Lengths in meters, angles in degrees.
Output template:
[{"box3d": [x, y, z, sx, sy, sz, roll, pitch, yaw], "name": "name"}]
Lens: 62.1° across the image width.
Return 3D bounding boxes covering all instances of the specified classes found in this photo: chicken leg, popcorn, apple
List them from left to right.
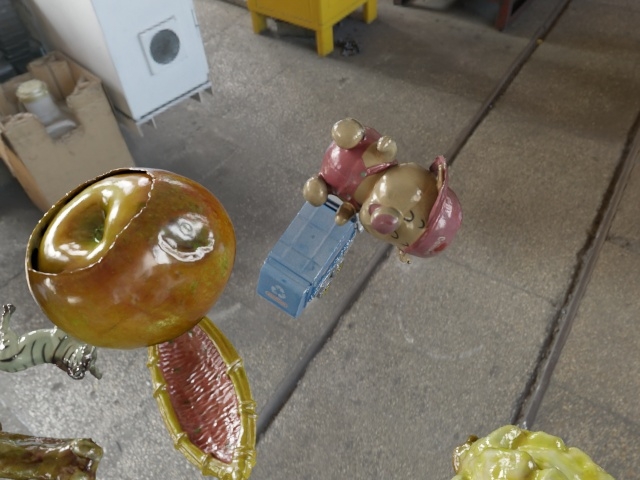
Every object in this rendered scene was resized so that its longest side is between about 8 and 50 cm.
[{"box3d": [-0.532, 0.322, 0.826, 0.361, 0.211, 0.140, 18, 83, -17], "name": "chicken leg"}, {"box3d": [-0.227, 0.020, 0.645, 0.237, 0.207, 0.237, -9, 70, 26], "name": "apple"}, {"box3d": [0.184, 0.264, 0.454, 0.185, 0.187, 0.167, -63, 26, -2], "name": "popcorn"}]

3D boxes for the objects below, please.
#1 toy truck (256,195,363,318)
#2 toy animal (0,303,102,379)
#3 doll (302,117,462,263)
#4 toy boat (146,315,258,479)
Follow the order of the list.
[{"box3d": [0.000, 0.000, 1.239, 0.146, 0.175, 0.367, 31, 78, 10], "name": "toy truck"}, {"box3d": [-0.473, 0.181, 0.905, 0.217, 0.073, 0.176, -16, 51, -5], "name": "toy animal"}, {"box3d": [0.110, -0.075, 0.855, 0.256, 0.196, 0.152, 37, 68, 6], "name": "doll"}, {"box3d": [-0.176, 0.210, 0.773, 0.141, 0.099, 0.318, -32, 63, -3], "name": "toy boat"}]
